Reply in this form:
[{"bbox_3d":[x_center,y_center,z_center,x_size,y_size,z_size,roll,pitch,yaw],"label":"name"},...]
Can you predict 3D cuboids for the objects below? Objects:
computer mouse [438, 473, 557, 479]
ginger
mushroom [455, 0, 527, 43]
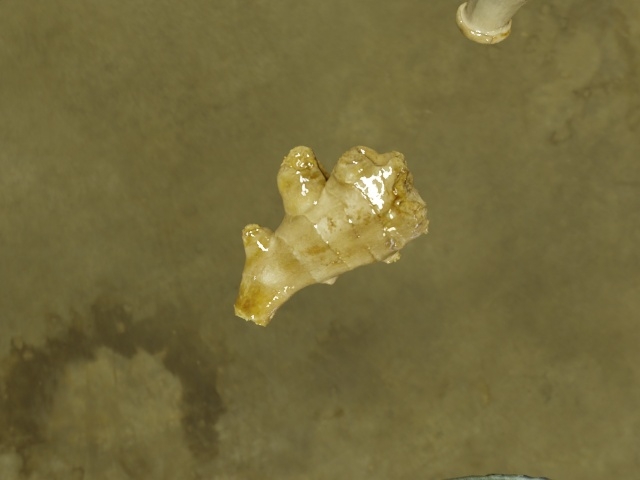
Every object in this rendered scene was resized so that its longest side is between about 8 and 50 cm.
[{"bbox_3d":[0.076,0.179,0.531,0.229,0.068,0.113,10,100,-40],"label":"computer mouse"},{"bbox_3d":[-0.013,-0.017,1.623,0.375,0.166,0.236,-31,124,1],"label":"ginger"},{"bbox_3d":[0.261,-0.363,1.341,0.096,0.247,0.108,2,69,-13],"label":"mushroom"}]
